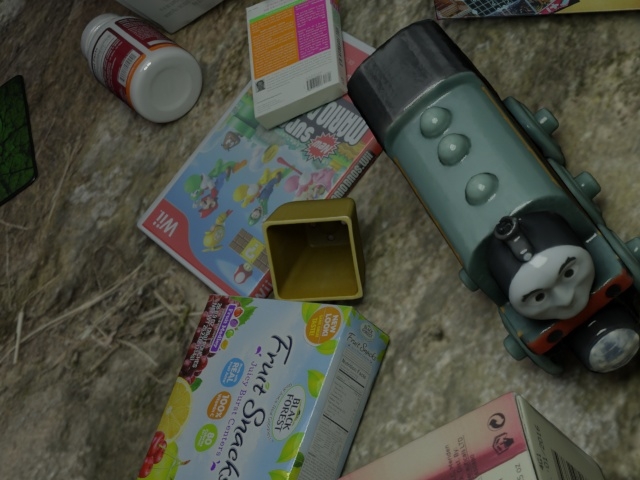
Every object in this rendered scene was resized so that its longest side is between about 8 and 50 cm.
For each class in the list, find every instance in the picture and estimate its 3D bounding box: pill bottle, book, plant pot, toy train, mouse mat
[{"bbox_3d":[-0.199,-0.193,1.794,0.086,0.086,0.152,-50,43,-1],"label":"pill bottle"},{"bbox_3d":[-0.024,-0.190,1.654,0.096,0.035,0.144,-22,50,23],"label":"book"},{"bbox_3d":[0.000,0.000,1.495,0.081,0.081,0.083,-4,25,13],"label":"plant pot"},{"bbox_3d":[0.143,-0.035,1.334,0.142,0.190,0.334,-39,44,12],"label":"toy train"},{"bbox_3d":[-0.400,-0.098,1.950,0.152,0.007,0.189,-33,45,17],"label":"mouse mat"}]

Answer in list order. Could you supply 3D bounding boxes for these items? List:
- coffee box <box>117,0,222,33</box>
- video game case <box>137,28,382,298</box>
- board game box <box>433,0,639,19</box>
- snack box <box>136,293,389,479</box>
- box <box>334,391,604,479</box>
[{"bbox_3d":[-0.162,-0.489,1.738,0.338,0.338,0.334,-24,47,42],"label":"coffee box"},{"bbox_3d":[-0.041,-0.082,1.635,0.285,0.025,0.204,-52,44,-2],"label":"video game case"},{"bbox_3d":[0.199,-0.287,1.492,0.243,0.165,0.042,4,24,40],"label":"board game box"},{"bbox_3d":[-0.054,0.156,1.449,0.174,0.070,0.207,4,65,41],"label":"snack box"},{"bbox_3d":[0.093,0.236,1.220,0.232,0.148,0.127,-29,47,20],"label":"box"}]
